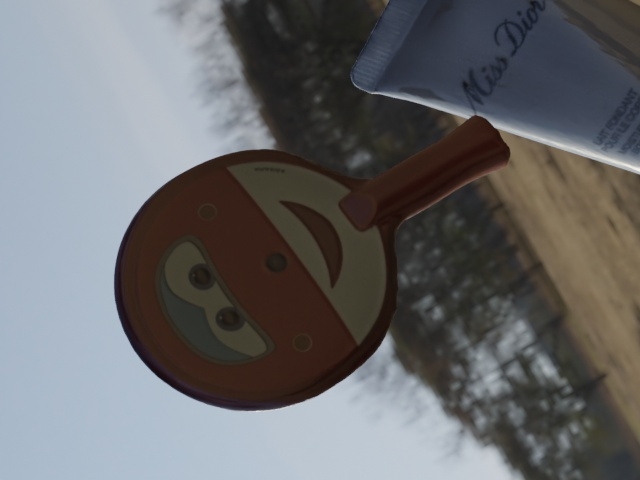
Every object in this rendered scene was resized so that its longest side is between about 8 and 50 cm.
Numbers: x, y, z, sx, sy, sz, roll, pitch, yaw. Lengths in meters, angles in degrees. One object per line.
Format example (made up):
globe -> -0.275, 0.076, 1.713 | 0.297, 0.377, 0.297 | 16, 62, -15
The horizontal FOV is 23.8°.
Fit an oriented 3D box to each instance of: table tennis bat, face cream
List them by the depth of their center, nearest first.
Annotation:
table tennis bat -> 0.000, 0.000, 0.543 | 0.098, 0.155, 0.019 | 54, 165, 20
face cream -> 0.188, -0.105, 0.993 | 0.314, 0.143, 0.089 | 21, -142, -12
